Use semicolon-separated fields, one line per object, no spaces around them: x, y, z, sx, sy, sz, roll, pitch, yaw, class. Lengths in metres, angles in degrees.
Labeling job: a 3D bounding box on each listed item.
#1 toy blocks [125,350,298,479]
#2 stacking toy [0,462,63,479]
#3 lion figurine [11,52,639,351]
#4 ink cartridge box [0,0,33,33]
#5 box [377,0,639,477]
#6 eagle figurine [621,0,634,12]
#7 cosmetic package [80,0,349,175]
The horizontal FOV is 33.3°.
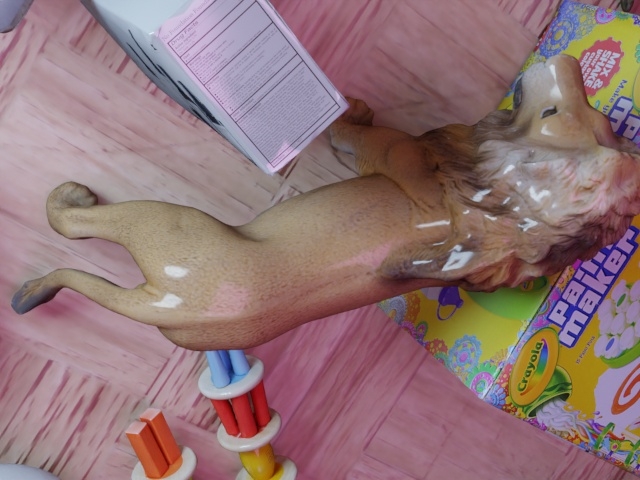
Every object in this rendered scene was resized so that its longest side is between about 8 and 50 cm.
-0.091;0.140;0.807;0.123;0.054;0.148;-23;116;-15;toy blocks
-0.358;0.226;0.633;0.480;0.350;0.350;-5;112;-42;stacking toy
0.000;0.000;0.689;0.392;0.240;0.142;-26;117;-12;lion figurine
-0.210;-0.308;0.549;0.272;0.130;0.309;32;94;-31;ink cartridge box
0.255;0.015;0.842;0.279;0.177;0.290;29;96;-29;box
0.354;-0.313;0.764;0.298;0.226;0.225;-28;97;-6;eagle figurine
-0.077;-0.118;0.613;0.060;0.239;0.099;-41;119;-4;cosmetic package
